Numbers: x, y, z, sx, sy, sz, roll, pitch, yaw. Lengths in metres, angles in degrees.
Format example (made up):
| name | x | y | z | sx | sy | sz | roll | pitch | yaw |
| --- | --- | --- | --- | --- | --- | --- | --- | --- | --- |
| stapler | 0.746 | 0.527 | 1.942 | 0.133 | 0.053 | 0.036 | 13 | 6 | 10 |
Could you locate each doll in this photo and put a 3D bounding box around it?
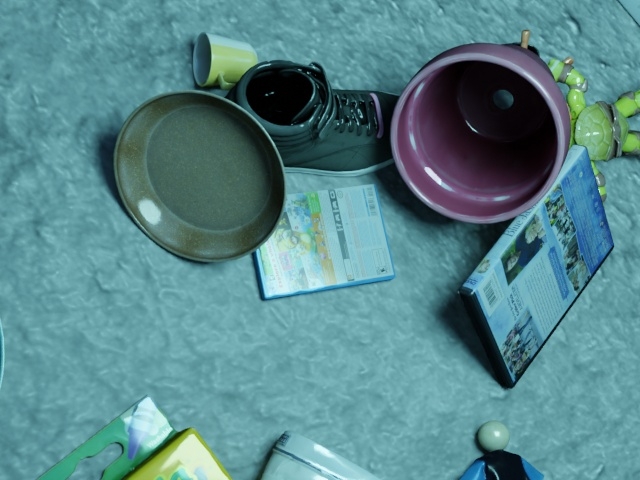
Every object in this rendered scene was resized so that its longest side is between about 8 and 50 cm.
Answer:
| name | x | y | z | sx | sy | sz | roll | pitch | yaw |
| --- | --- | --- | --- | --- | --- | --- | --- | --- | --- |
| doll | 0.206 | 0.304 | 1.179 | 0.129 | 0.046 | 0.189 | 3 | 76 | -19 |

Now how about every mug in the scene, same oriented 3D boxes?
| name | x | y | z | sx | sy | sz | roll | pitch | yaw |
| --- | --- | --- | --- | --- | --- | --- | --- | --- | --- |
| mug | -0.109 | -0.203 | 1.192 | 0.064 | 0.062 | 0.078 | -1 | 77 | -28 |

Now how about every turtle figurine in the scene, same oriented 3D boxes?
| name | x | y | z | sx | sy | sz | roll | pitch | yaw |
| --- | --- | --- | --- | --- | --- | --- | --- | --- | --- |
| turtle figurine | 0.362 | -0.156 | 1.314 | 0.217 | 0.087 | 0.269 | -15 | 92 | -24 |

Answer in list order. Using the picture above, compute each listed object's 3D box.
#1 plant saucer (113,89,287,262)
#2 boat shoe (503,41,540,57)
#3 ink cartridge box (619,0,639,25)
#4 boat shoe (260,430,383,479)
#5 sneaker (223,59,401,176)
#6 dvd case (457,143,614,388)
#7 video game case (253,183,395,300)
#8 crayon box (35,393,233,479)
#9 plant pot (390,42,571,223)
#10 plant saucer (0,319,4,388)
| name | x | y | z | sx | sy | sz | roll | pitch | yaw |
| --- | --- | --- | --- | --- | --- | --- | --- | --- | --- |
| plant saucer | -0.127 | -0.072 | 1.106 | 0.198 | 0.198 | 0.036 | 41 | 29 | -6 |
| boat shoe | 0.222 | -0.231 | 1.323 | 0.133 | 0.042 | 0.049 | -12 | 84 | -20 |
| ink cartridge box | 0.614 | -0.352 | 1.463 | 0.308 | 0.091 | 0.385 | -42 | 91 | -23 |
| boat shoe | 0.056 | 0.307 | 1.102 | 0.267 | 0.096 | 0.088 | 32 | 73 | -8 |
| sneaker | 0.015 | -0.142 | 1.171 | 0.295 | 0.147 | 0.104 | -6 | 77 | -22 |
| dvd case | 0.267 | 0.032 | 1.227 | 0.253 | 0.022 | 0.180 | -49 | 133 | -23 |
| video game case | 0.000 | 0.000 | 1.201 | 0.166 | 0.015 | 0.119 | -8 | 80 | -21 |
| crayon box | -0.149 | 0.339 | 1.027 | 0.203 | 0.083 | 0.323 | -37 | 90 | -23 |
| plant pot | 0.200 | -0.146 | 1.200 | 0.201 | 0.201 | 0.180 | 45 | 34 | -4 |
| plant saucer | -0.473 | 0.117 | 0.992 | 0.317 | 0.044 | 0.318 | 4 | 76 | -18 |
